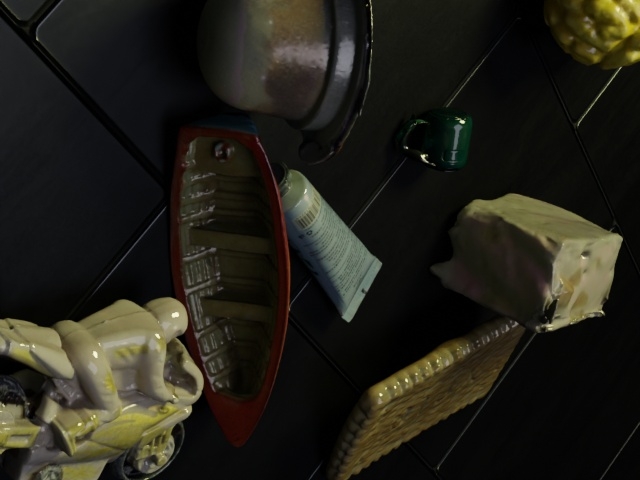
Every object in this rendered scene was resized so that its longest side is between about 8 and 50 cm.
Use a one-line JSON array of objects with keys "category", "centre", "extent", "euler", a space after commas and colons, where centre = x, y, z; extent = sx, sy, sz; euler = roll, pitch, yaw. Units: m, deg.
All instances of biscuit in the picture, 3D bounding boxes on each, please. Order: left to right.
[{"category": "biscuit", "centre": [0.149, 0.206, 1.558], "extent": [0.324, 0.044, 0.217], "euler": [-25, 149, -34]}]

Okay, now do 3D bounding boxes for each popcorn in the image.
[{"category": "popcorn", "centre": [0.378, -0.320, 1.471], "extent": [0.200, 0.226, 0.203], "euler": [-2, 160, -10]}]

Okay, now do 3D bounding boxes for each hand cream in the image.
[{"category": "hand cream", "centre": [0.000, 0.000, 1.336], "extent": [0.091, 0.058, 0.271], "euler": [-62, 144, -18]}]

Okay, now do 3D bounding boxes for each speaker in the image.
[{"category": "speaker", "centre": [0.144, -0.124, 1.404], "extent": [0.094, 0.060, 0.075], "euler": [-14, 119, -40]}]

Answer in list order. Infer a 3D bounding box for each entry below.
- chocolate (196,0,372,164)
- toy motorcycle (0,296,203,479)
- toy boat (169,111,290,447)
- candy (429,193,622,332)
[{"category": "chocolate", "centre": [-0.047, -0.186, 1.116], "extent": [0.147, 0.221, 0.221], "euler": [-5, 116, -18]}, {"category": "toy motorcycle", "centre": [-0.224, 0.148, 1.145], "extent": [0.340, 0.108, 0.223], "euler": [21, 104, -55]}, {"category": "toy boat", "centre": [-0.091, 0.049, 1.233], "extent": [0.079, 0.136, 0.392], "euler": [-58, 151, -55]}, {"category": "candy", "centre": [0.285, 0.028, 1.529], "extent": [0.184, 0.195, 0.137], "euler": [-7, 115, -45]}]
